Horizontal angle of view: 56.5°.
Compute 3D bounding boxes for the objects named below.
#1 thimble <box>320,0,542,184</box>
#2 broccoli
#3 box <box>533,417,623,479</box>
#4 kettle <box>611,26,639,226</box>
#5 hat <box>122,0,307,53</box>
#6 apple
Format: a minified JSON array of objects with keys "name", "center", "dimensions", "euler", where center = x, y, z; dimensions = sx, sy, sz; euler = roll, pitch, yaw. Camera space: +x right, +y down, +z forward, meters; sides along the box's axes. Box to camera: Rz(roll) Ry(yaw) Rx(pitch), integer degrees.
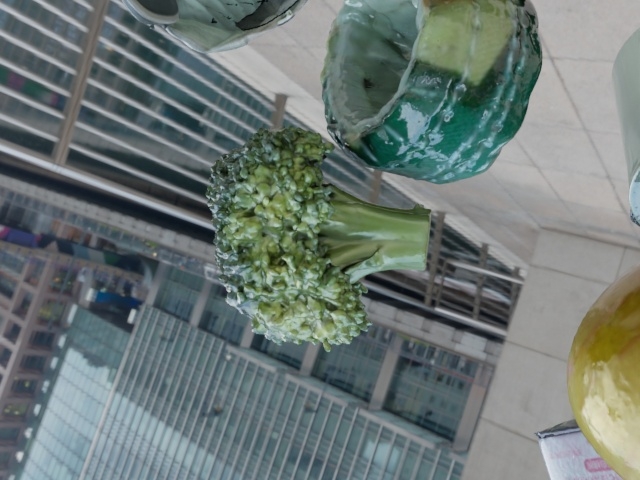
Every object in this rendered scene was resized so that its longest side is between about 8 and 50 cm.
[{"name":"thimble","center":[0.119,-0.211,0.727],"dimensions":[0.167,0.254,0.288],"euler":[11,-153,-27]},{"name":"broccoli","center":[-0.016,0.012,0.705],"dimensions":[0.259,0.235,0.288],"euler":[30,177,13]},{"name":"box","center":[0.441,0.420,0.807],"dimensions":[0.112,0.370,0.190],"euler":[2,157,-33]},{"name":"kettle","center":[0.547,-0.169,0.809],"dimensions":[0.264,0.318,0.205],"euler":[-6,129,28]},{"name":"hat","center":[-0.105,-0.303,0.533],"dimensions":[0.161,0.232,0.275],"euler":[45,-174,22]},{"name":"apple","center":[0.384,0.126,0.560],"dimensions":[0.285,0.233,0.286],"euler":[10,-147,-7]}]
